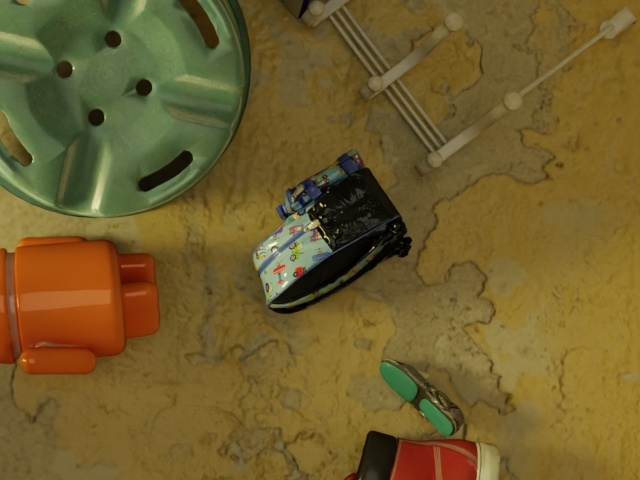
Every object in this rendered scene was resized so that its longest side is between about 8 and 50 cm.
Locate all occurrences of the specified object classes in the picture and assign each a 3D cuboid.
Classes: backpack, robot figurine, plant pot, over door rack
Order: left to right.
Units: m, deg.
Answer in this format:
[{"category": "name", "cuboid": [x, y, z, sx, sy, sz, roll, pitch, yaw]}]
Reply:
[{"category": "robot figurine", "cuboid": [-0.282, 0.067, 1.613, 0.219, 0.128, 0.158, -5, 84, -7]}, {"category": "plant pot", "cuboid": [-0.219, -0.169, 1.507, 0.341, 0.334, 0.341, -1, 99, -9]}, {"category": "backpack", "cuboid": [0.000, 0.000, 1.650, 0.173, 0.158, 0.117, -34, 79, 2]}, {"category": "over door rack", "cuboid": [0.175, -0.261, 1.723, 0.324, 0.108, 0.239, -37, 89, -10]}]

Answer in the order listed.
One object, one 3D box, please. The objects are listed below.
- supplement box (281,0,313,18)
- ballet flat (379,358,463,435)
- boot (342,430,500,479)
[{"category": "supplement box", "cuboid": [0.021, -0.371, 1.715, 0.220, 0.114, 0.111, -42, 88, -9]}, {"category": "ballet flat", "cuboid": [0.115, 0.170, 1.696, 0.041, 0.041, 0.114, -44, 76, -10]}, {"category": "boot", "cuboid": [0.096, 0.333, 1.650, 0.176, 0.088, 0.244, 6, 74, -6]}]
